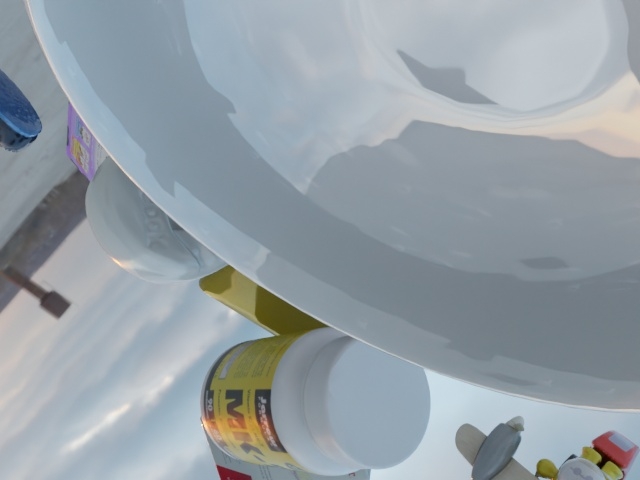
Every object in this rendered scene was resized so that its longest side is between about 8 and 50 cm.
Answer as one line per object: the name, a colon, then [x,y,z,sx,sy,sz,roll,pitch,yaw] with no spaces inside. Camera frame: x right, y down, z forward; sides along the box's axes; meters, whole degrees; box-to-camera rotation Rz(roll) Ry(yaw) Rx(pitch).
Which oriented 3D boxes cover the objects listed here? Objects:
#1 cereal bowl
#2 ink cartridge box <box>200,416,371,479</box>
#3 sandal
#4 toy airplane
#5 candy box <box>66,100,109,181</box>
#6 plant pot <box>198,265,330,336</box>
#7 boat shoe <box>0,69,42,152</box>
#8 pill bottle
cereal bowl: [0.052,-0.065,0.300,0.339,0.339,0.141,-18,-142,60]
ink cartridge box: [-0.032,0.232,0.819,0.176,0.128,0.127,-16,-176,11]
sandal: [-0.064,-0.063,0.658,0.102,0.169,0.416,-30,174,37]
toy airplane: [0.469,0.528,1.294,0.384,0.387,0.272,-83,173,-45]
candy box: [-0.274,-0.127,0.934,0.070,0.196,0.164,-29,158,-39]
plant pot: [0.000,0.000,0.892,0.187,0.212,0.212,-47,-166,40]
boat shoe: [-0.413,-0.179,0.701,0.089,0.258,0.109,-47,-179,10]
pill bottle: [-0.011,0.137,0.570,0.209,0.119,0.119,-21,-148,55]
